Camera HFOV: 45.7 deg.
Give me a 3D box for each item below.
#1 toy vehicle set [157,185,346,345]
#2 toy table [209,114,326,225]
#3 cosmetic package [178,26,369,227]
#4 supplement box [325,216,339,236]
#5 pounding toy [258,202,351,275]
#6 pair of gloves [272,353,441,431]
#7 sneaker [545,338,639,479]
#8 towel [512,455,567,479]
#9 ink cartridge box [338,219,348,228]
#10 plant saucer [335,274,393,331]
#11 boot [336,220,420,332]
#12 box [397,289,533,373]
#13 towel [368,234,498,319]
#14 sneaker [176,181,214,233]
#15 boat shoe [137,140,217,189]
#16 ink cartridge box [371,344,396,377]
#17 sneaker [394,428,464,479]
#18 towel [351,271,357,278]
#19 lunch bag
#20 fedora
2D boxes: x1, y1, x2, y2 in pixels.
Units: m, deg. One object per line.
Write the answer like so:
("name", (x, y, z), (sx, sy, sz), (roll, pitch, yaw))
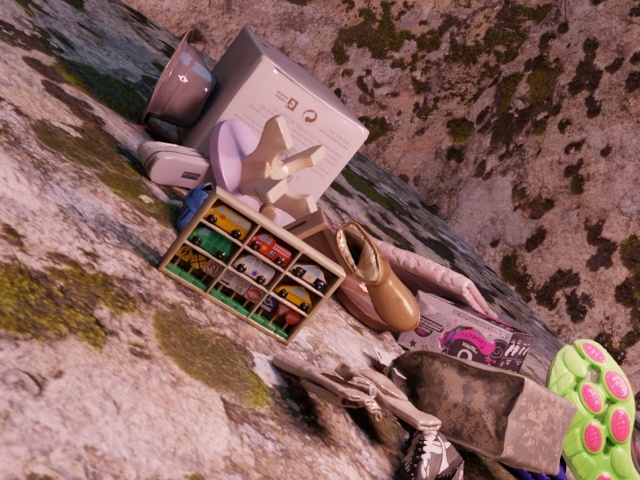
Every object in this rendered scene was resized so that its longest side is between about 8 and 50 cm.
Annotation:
("toy vehicle set", (-0.112, 0.047, 1.268), (0.266, 0.166, 0.035), (33, 15, -20))
("toy table", (-0.109, -0.140, 1.642), (0.274, 0.160, 0.252), (61, 39, -29))
("cosmetic package", (-0.138, -0.289, 1.931), (0.329, 0.327, 0.394), (32, 14, -24))
("supplement box", (0.008, -0.035, 2.087), (0.055, 0.043, 0.083), (47, 17, 30))
("pounding toy", (-0.066, 0.004, 1.539), (0.094, 0.181, 0.206), (-105, 169, -67))
("pair of gloves", (0.064, 0.237, 1.227), (0.240, 0.042, 0.204), (22, 2, -40))
("sneaker", (0.588, 0.449, 1.593), (0.202, 0.185, 0.483), (40, 34, -81))
("towel", (0.429, 0.425, 1.661), (0.227, 0.076, 0.308), (38, 12, 10))
("ink cartridge box", (0.111, 0.020, 2.134), (0.150, 0.063, 0.109), (36, 14, -10))
("plant saucer", (0.102, 0.149, 1.761), (0.198, 0.036, 0.198), (37, 14, -10))
("boot", (0.118, 0.086, 1.567), (0.236, 0.089, 0.269), (56, 3, 11))
("box", (0.329, 0.230, 1.738), (0.247, 0.142, 0.163), (24, 4, 34))
("towel", (0.277, 0.106, 1.954), (0.331, 0.053, 0.317), (23, -11, 34))
("sneaker", (-0.230, -0.056, 1.477), (0.069, 0.082, 0.209), (35, 16, -24))
("boat shoe", (-0.285, -0.158, 1.647), (0.267, 0.096, 0.088), (5, 40, -52))
("ink cartridge box", (0.147, 0.261, 1.538), (0.115, 0.029, 0.063), (30, 17, -27))
("sneaker", (0.183, 0.362, 1.208), (0.106, 0.078, 0.234), (38, 12, 6))
("towel", (0.126, 0.095, 2.013), (0.110, 0.027, 0.148), (38, 13, -6))
("lunch bag", (0.285, 0.312, 1.415), (0.287, 0.169, 0.235), (12, -13, 44))
("fedora", (-0.326, -0.362, 1.816), (0.124, 0.244, 0.275), (31, -29, -16))
